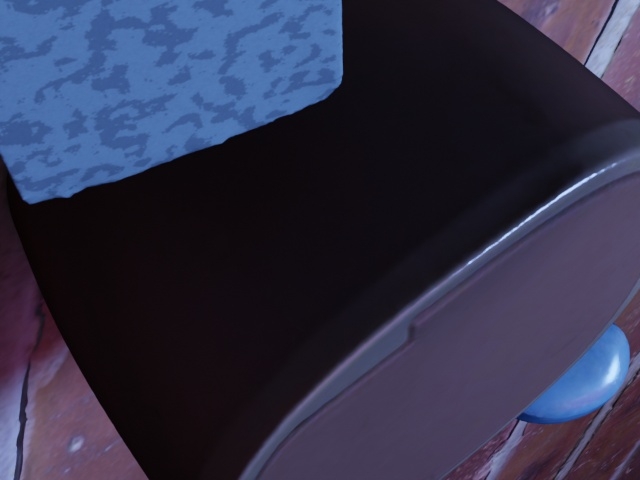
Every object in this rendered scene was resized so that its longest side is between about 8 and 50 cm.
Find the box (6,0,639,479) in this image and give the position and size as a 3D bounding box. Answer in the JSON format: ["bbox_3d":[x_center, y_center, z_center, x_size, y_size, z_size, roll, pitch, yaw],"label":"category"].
[{"bbox_3d":[0.000,0.000,0.752,0.301,0.216,0.301,-36,157,-18],"label":"box"}]

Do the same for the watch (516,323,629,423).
[{"bbox_3d":[0.113,0.037,1.088,0.211,0.211,0.193,-39,176,-7],"label":"watch"}]

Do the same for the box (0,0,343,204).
[{"bbox_3d":[-0.076,-0.122,0.515,0.162,0.130,0.227,-21,153,-9],"label":"box"}]
